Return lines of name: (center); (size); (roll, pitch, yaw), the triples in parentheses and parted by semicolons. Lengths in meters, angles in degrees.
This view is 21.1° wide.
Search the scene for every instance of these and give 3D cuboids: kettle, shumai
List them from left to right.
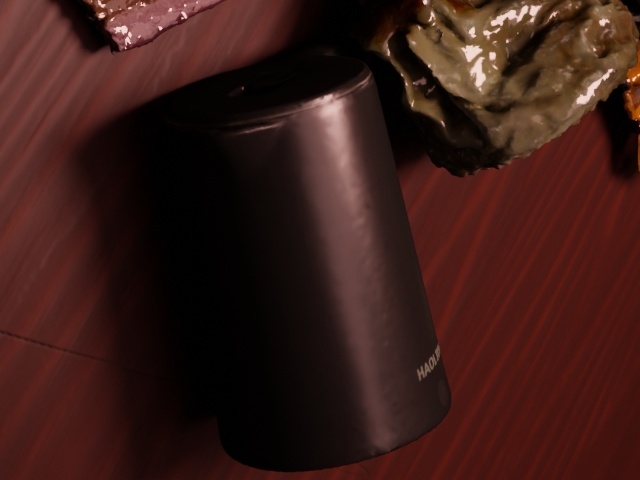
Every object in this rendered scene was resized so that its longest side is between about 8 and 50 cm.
kettle: (0.007, 0.003, 1.455); (0.262, 0.203, 0.308); (-24, 112, -35)
shumai: (0.153, -0.190, 1.550); (0.222, 0.225, 0.260); (55, 16, -1)

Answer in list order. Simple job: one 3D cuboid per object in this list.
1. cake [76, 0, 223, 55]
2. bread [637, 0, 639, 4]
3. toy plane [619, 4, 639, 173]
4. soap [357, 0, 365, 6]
cake: (-0.073, -0.260, 1.392); (0.295, 0.112, 0.116); (-36, 120, -25)
bread: (0.465, -0.377, 1.713); (0.307, 0.348, 0.348); (-23, 114, -51)
toy plane: (0.421, -0.225, 1.855); (0.316, 0.103, 0.204); (-44, 127, -33)
soap: (0.084, -0.271, 1.575); (0.168, 0.033, 0.089); (-34, 127, -33)
